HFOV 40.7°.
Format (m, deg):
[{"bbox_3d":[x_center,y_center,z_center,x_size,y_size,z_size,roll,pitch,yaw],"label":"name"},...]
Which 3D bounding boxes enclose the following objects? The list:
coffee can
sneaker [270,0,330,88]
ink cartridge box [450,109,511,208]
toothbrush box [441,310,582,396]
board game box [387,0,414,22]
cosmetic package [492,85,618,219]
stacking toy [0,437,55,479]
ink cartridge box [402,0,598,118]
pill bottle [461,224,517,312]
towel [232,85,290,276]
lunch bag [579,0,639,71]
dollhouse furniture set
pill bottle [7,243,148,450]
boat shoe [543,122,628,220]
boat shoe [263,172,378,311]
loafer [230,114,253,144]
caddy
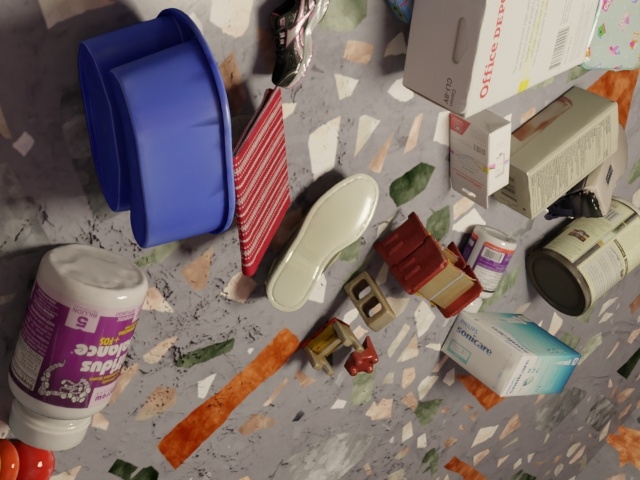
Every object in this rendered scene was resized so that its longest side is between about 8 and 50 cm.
[{"bbox_3d":[0.705,0.039,2.251,0.275,0.201,0.201,-35,137,-19],"label":"coffee can"},{"bbox_3d":[-0.053,-0.338,1.394,0.077,0.072,0.178,11,103,-34],"label":"sneaker"},{"bbox_3d":[0.335,-0.176,1.821,0.067,0.115,0.198,-30,136,-25],"label":"ink cartridge box"},{"bbox_3d":[0.493,0.289,2.225,0.295,0.216,0.126,8,112,-46],"label":"toothbrush box"},{"bbox_3d":[0.154,-0.497,1.459,0.160,0.039,0.211,-51,147,-6],"label":"board game box"},{"bbox_3d":[0.533,-0.203,1.975,0.296,0.129,0.153,-35,135,-18],"label":"cosmetic package"},{"bbox_3d":[-0.570,0.357,1.373,0.330,0.141,0.141,16,106,-55],"label":"stacking toy"},{"bbox_3d":[0.343,-0.426,1.579,0.385,0.160,0.279,-28,137,-36],"label":"ink cartridge box"},{"bbox_3d":[0.376,0.069,2.041,0.108,0.108,0.193,5,115,-45],"label":"pill bottle"},{"bbox_3d":[-0.102,-0.094,1.442,0.275,0.031,0.199,87,20,-46],"label":"towel"},{"bbox_3d":[0.631,-0.487,1.877,0.279,0.108,0.224,-10,119,-41],"label":"lunch bag"},{"bbox_3d":[0.142,0.136,1.875,0.374,0.152,0.201,-40,142,12],"label":"dollhouse furniture set"},{"bbox_3d":[-0.391,0.172,1.357,0.169,0.169,0.301,3,116,-44],"label":"pill bottle"},{"bbox_3d":[0.643,-0.173,2.122,0.340,0.158,0.127,-51,124,-44],"label":"boat shoe"},{"bbox_3d":[-0.004,-0.003,1.651,0.109,0.091,0.305,37,88,-13],"label":"boat shoe"},{"bbox_3d":[-0.154,-0.176,1.433,0.125,0.039,0.045,-25,100,-32],"label":"loafer"},{"bbox_3d":[-0.214,-0.155,1.233,0.179,0.241,0.341,-20,131,-26],"label":"caddy"}]
